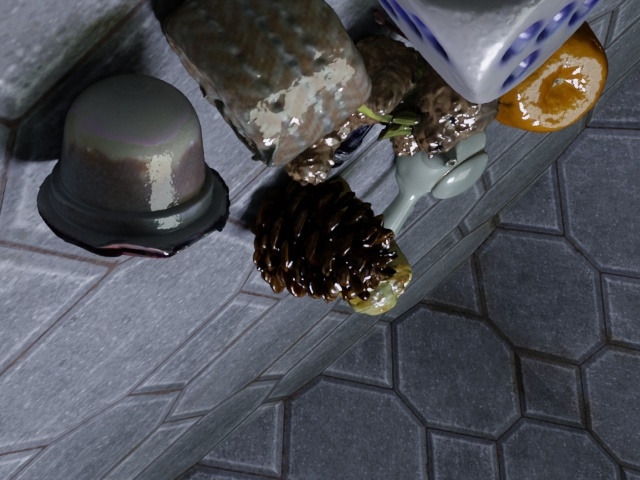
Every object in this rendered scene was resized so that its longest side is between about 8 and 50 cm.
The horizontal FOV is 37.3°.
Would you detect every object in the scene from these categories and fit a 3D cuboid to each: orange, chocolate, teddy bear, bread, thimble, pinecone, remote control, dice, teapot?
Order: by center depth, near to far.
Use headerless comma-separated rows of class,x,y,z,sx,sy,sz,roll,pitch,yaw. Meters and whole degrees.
chocolate,-0.192,-0.088,0.959,0.221,0.221,0.147,-33,143,-33
thimble,-0.059,-0.183,0.972,0.148,0.196,0.229,-38,-164,-4
dice,0.174,-0.324,1.023,0.243,0.259,0.251,-41,167,5
teddy bear,0.096,-0.166,1.349,0.296,0.222,0.246,-46,156,-1
remote control,0.066,-0.195,1.542,0.090,0.066,0.266,-29,162,-35
pinecone,0.000,0.000,1.625,0.224,0.273,0.224,-39,137,-48
bread,0.059,0.018,1.788,0.152,0.267,0.130,-42,161,9
orange,0.425,-0.341,1.846,0.249,0.183,0.248,-7,121,-11
teapot,0.230,-0.137,2.012,0.220,0.149,0.318,-21,160,-45

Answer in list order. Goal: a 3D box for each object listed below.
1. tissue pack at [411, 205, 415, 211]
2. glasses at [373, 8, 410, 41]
tissue pack,0.176,-0.048,2.411,0.193,0.026,0.122,-42,166,1
glasses,0.195,-0.383,1.384,0.268,0.118,0.234,12,130,-49
